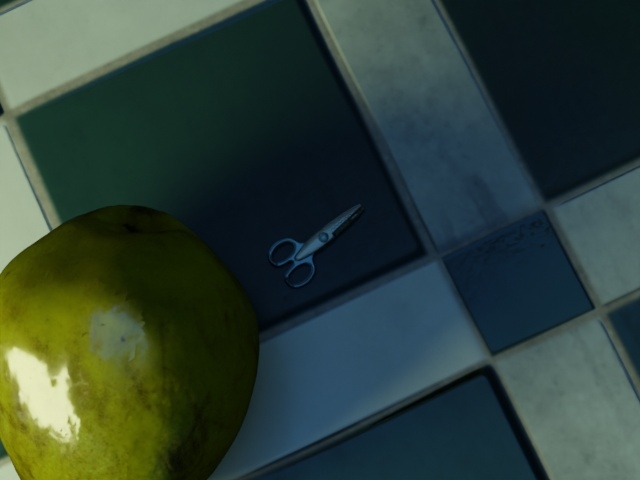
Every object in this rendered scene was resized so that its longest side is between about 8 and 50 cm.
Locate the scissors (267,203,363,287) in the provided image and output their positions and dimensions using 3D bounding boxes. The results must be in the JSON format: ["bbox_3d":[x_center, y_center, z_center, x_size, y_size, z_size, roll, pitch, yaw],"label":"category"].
[{"bbox_3d":[0.000,0.000,2.000,0.119,0.014,0.058,-38,78,0],"label":"scissors"}]

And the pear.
[{"bbox_3d":[-0.209,0.149,1.862,0.287,0.287,0.375,11,87,10],"label":"pear"}]
